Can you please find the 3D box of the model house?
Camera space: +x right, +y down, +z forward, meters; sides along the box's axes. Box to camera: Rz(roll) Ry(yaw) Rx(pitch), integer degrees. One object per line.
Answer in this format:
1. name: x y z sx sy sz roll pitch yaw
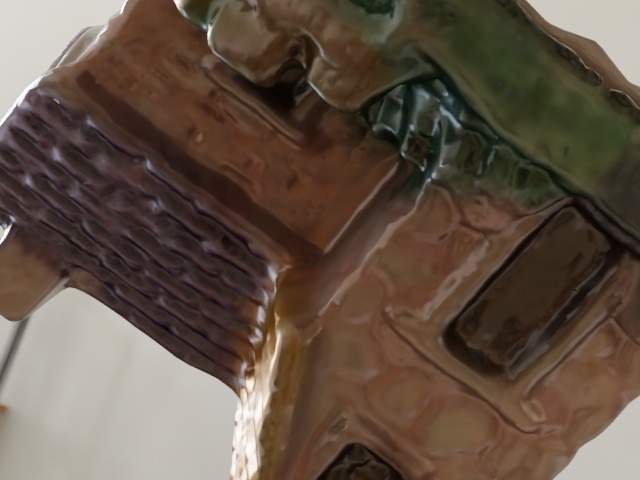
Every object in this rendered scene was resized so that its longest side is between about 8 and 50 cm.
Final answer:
1. model house: 0.000 0.000 0.562 0.237 0.237 0.202 36 15 -16
